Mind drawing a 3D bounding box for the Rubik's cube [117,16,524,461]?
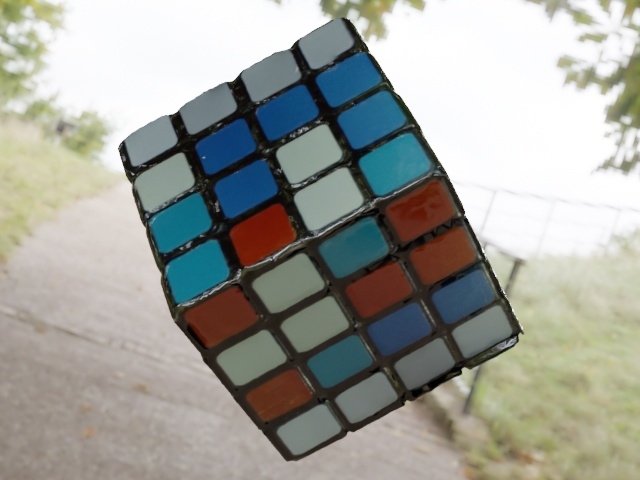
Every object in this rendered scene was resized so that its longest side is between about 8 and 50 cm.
[{"bbox_3d":[0.000,0.000,0.771,0.155,0.154,0.151,59,5,-45],"label":"Rubik's cube"}]
